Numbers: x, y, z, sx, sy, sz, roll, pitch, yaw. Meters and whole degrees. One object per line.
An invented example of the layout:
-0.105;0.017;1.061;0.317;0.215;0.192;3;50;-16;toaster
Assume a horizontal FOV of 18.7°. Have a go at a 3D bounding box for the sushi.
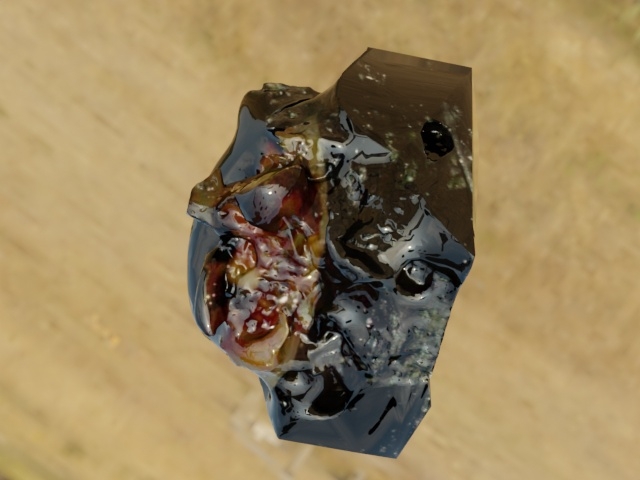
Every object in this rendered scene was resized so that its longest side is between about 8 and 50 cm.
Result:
0.000;0.001;1.490;0.212;0.215;0.227;12;134;-6;sushi
